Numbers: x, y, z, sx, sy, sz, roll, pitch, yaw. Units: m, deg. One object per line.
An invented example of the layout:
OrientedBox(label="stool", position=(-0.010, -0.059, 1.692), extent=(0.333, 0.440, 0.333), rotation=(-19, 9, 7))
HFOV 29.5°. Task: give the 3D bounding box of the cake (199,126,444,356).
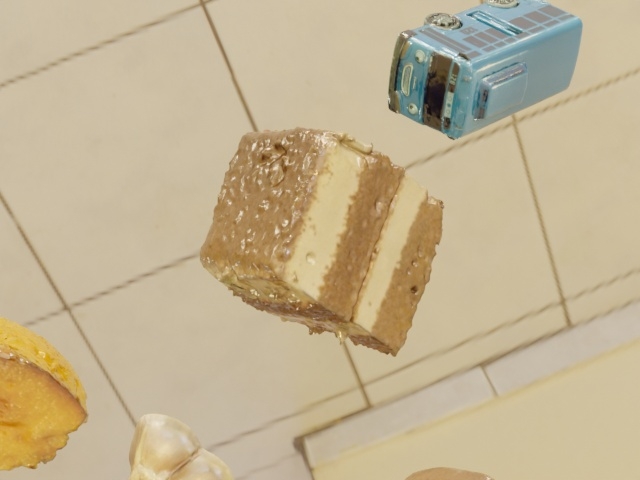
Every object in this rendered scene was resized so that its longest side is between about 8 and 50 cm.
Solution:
OrientedBox(label="cake", position=(0.000, 0.000, 1.822), extent=(0.290, 0.256, 0.282), rotation=(28, 75, -34))

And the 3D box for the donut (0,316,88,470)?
OrientedBox(label="donut", position=(-0.544, 0.259, 1.672), extent=(0.378, 0.163, 0.435), rotation=(35, 108, -21))

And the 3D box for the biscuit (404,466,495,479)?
OrientedBox(label="biscuit", position=(0.149, 0.483, 2.034), extent=(0.277, 0.262, 0.052), rotation=(-53, 130, -29))

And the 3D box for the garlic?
OrientedBox(label="garlic", position=(-0.196, 0.319, 1.673), extent=(0.175, 0.099, 0.124), rotation=(32, 100, 10))

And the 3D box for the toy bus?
OrientedBox(label="toy bus", position=(0.159, -0.169, 1.161), extent=(0.185, 0.106, 0.090), rotation=(-27, 138, -36))
